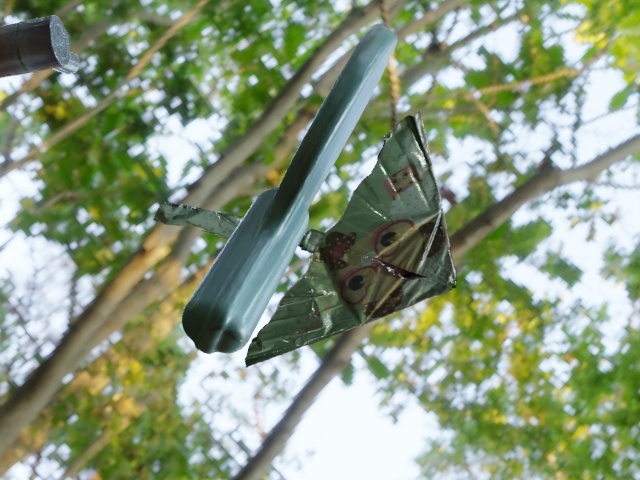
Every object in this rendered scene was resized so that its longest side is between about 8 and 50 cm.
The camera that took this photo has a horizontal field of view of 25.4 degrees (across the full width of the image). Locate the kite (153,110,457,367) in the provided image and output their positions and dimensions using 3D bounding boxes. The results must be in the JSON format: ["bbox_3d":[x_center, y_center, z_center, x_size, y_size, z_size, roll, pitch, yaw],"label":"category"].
[{"bbox_3d":[0.001,0.001,0.971,0.229,0.250,0.012,-59,-142,23],"label":"kite"}]

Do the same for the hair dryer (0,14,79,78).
[{"bbox_3d":[-0.206,-0.136,1.051,0.063,0.114,0.037,-9,-93,11],"label":"hair dryer"}]

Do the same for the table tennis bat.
[{"bbox_3d":[-0.014,-0.029,0.809,0.038,0.237,0.149,29,-37,0],"label":"table tennis bat"}]
